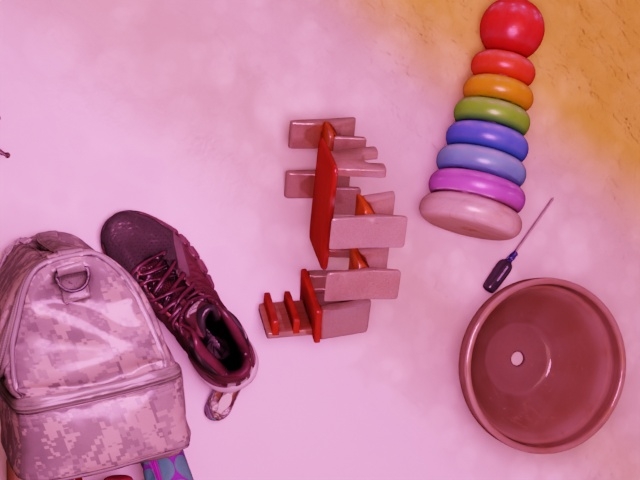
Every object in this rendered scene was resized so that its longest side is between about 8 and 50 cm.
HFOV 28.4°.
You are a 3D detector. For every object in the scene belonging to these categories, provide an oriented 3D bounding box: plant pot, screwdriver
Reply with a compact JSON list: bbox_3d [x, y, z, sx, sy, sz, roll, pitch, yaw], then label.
[{"bbox_3d":[0.290,0.169,1.746,0.237,0.110,0.237,0,90,-15],"label":"plant pot"},{"bbox_3d":[0.286,0.007,1.789,0.025,0.024,0.170,38,78,17],"label":"screwdriver"}]

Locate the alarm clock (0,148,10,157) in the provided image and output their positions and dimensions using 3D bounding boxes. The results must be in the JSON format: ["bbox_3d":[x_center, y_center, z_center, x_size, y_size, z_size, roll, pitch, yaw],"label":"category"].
[{"bbox_3d":[-0.488,-0.139,1.560,0.192,0.064,0.129,-10,94,-17],"label":"alarm clock"}]

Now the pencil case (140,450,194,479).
[{"bbox_3d":[-0.198,0.294,1.605,0.064,0.070,0.152,-34,55,12],"label":"pencil case"}]

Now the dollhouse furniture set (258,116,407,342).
[{"bbox_3d":[0.000,0.000,1.607,0.135,0.262,0.259,-3,123,-13],"label":"dollhouse furniture set"}]

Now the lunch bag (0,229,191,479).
[{"bbox_3d":[-0.293,0.122,1.497,0.212,0.305,0.256,-9,97,-17],"label":"lunch bag"}]

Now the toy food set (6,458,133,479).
[{"bbox_3d":[-0.323,0.302,1.577,0.232,0.111,0.104,-1,91,17],"label":"toy food set"}]

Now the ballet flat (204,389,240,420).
[{"bbox_3d":[-0.116,0.188,1.675,0.041,0.041,0.114,28,84,-14],"label":"ballet flat"}]

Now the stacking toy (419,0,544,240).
[{"bbox_3d":[0.240,-0.173,1.726,0.141,0.141,0.330,17,81,-14],"label":"stacking toy"}]

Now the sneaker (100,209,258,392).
[{"bbox_3d":[-0.169,0.065,1.582,0.106,0.162,0.281,-41,89,-11],"label":"sneaker"}]
